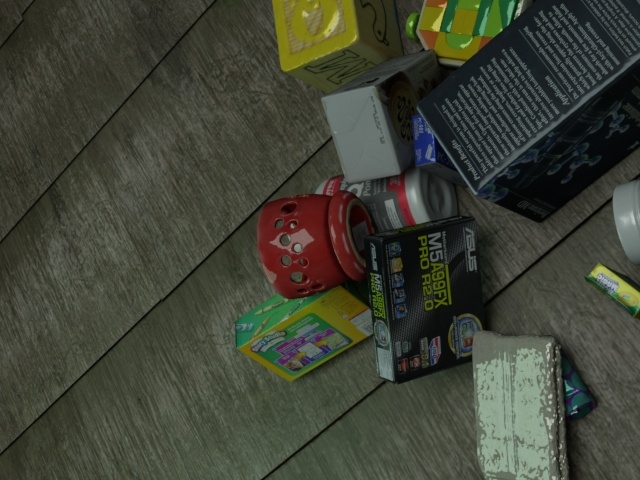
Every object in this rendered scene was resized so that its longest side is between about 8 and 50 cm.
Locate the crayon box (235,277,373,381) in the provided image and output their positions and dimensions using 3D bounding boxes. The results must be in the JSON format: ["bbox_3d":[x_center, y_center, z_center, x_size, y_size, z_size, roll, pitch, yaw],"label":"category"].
[{"bbox_3d":[-0.018,0.164,2.033,0.278,0.165,0.081,-33,39,25],"label":"crayon box"}]

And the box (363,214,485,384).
[{"bbox_3d":[0.194,0.104,1.835,0.060,0.216,0.270,11,109,59],"label":"box"}]

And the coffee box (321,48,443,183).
[{"bbox_3d":[0.135,-0.240,1.908,0.118,0.297,0.168,-8,108,31],"label":"coffee box"}]

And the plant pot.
[{"bbox_3d":[0.000,0.000,1.856,0.174,0.191,0.191,-15,74,24],"label":"plant pot"}]

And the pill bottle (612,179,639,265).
[{"bbox_3d":[0.655,-0.062,1.617,0.333,0.188,0.188,-15,74,31],"label":"pill bottle"}]

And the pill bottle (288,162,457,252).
[{"bbox_3d":[0.095,-0.055,1.998,0.318,0.176,0.176,-14,74,31],"label":"pill bottle"}]

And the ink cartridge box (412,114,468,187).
[{"bbox_3d":[0.242,-0.168,1.900,0.046,0.207,0.097,-10,77,32],"label":"ink cartridge box"}]

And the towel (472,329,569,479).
[{"bbox_3d":[0.356,0.304,1.795,0.187,0.049,0.282,-1,92,50],"label":"towel"}]

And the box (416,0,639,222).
[{"bbox_3d":[0.422,-0.248,1.742,0.395,0.293,0.212,-40,62,22],"label":"box"}]

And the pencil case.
[{"bbox_3d":[0.422,0.246,1.795,0.070,0.064,0.152,-33,64,9],"label":"pencil case"}]

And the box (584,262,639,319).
[{"bbox_3d":[0.514,0.090,1.691,0.105,0.179,0.043,42,106,31],"label":"box"}]

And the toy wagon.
[{"bbox_3d":[0.316,-0.508,1.994,0.267,0.068,0.345,16,91,34],"label":"toy wagon"}]

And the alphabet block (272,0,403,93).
[{"bbox_3d":[0.037,-0.435,2.091,0.193,0.197,0.193,-19,72,30],"label":"alphabet block"}]
